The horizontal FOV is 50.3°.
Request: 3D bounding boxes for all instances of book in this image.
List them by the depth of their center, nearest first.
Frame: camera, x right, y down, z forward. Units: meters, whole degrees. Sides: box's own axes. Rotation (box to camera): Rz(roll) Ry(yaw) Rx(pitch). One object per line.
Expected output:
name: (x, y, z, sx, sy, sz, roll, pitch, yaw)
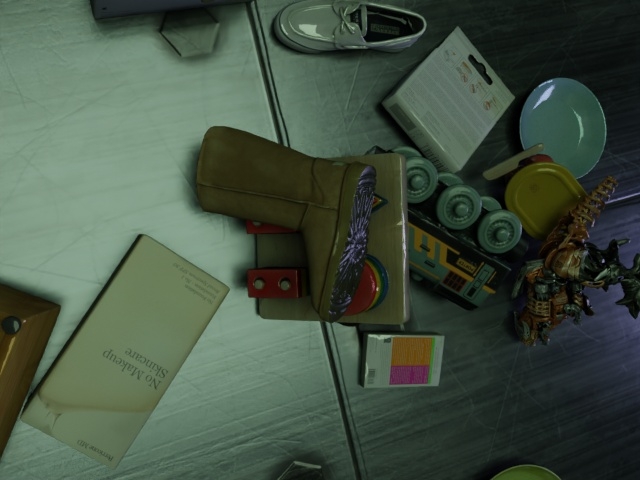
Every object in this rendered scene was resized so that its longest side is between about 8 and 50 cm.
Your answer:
book: (0.144, 0.212, 1.210, 0.144, 0.035, 0.097, 3, 93, -18)

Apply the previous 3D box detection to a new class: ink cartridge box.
ink cartridge box: (0.235, -0.252, 1.233, 0.181, 0.056, 0.225, 47, 59, -13)

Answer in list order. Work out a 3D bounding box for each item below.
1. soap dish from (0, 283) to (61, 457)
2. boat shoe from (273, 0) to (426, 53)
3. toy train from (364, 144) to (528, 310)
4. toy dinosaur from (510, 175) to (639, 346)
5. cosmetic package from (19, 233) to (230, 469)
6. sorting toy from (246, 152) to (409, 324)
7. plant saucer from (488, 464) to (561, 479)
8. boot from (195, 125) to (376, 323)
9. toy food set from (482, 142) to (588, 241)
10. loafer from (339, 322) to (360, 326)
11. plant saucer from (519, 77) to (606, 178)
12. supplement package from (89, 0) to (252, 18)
soap dish: (-0.523, 0.187, 0.930, 0.228, 0.118, 0.291, 21, 83, -5)
boat shoe: (0.053, -0.367, 1.143, 0.257, 0.084, 0.095, -7, 93, -18)
toy train: (0.190, -0.022, 1.161, 0.333, 0.142, 0.190, 29, 103, -15)
toy dinosaur: (0.465, 0.053, 1.228, 0.218, 0.164, 0.322, 11, 131, -12)
cosmetic package: (-0.289, 0.158, 1.027, 0.160, 0.113, 0.310, 33, 80, -15)
sorting toy: (0.000, 0.000, 1.050, 0.255, 0.089, 0.257, -1, 91, 26)
plant saucer: (0.369, 0.537, 1.283, 0.240, 0.037, 0.241, 0, 90, -17)
boot: (-0.062, -0.029, 0.988, 0.089, 0.269, 0.236, 2, 101, -62)
toy food set: (0.403, -0.097, 1.259, 0.128, 0.071, 0.218, -35, 115, 23)
loafer: (0.021, 0.048, 1.142, 0.080, 0.078, 0.220, -29, 99, -15)
plant saucer: (0.454, -0.209, 1.300, 0.194, 0.037, 0.195, 0, 90, -17)
supplement package: (-0.229, -0.465, 1.020, 0.261, 0.145, 0.204, -13, 94, -17)
